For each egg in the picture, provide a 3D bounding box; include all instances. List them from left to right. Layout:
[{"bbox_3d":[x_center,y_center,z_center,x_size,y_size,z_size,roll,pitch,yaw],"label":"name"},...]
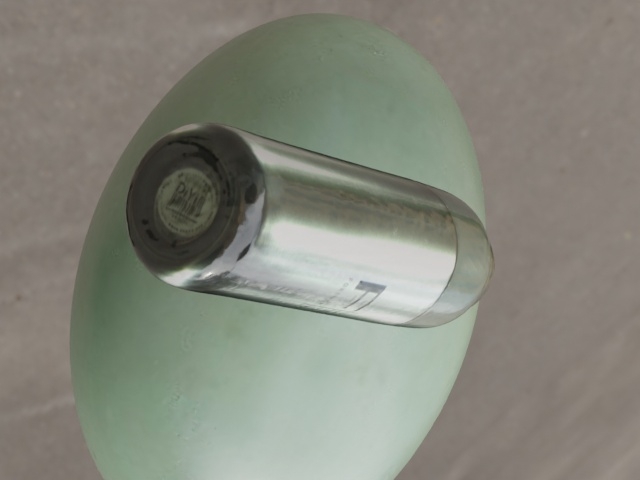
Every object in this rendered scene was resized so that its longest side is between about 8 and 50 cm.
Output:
[{"bbox_3d":[-0.029,0.032,1.214,0.276,0.276,0.389,16,91,-67],"label":"egg"}]

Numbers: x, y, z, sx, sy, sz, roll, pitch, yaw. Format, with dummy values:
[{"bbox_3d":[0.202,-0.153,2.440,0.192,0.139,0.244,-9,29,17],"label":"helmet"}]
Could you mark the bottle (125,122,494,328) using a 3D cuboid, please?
[{"bbox_3d":[0.000,0.000,0.876,0.096,0.079,0.254,-13,167,32],"label":"bottle"}]
